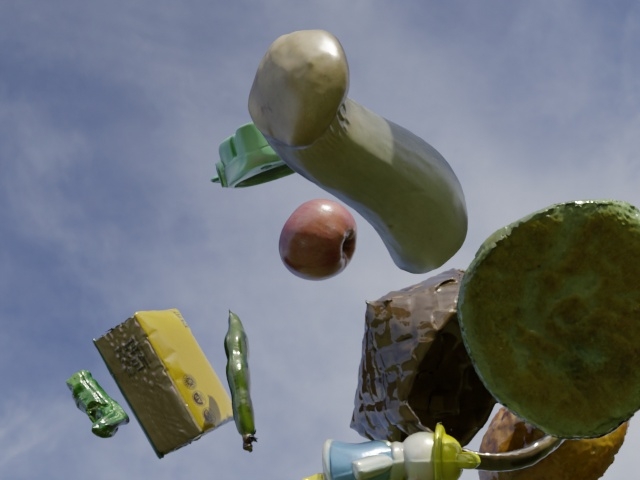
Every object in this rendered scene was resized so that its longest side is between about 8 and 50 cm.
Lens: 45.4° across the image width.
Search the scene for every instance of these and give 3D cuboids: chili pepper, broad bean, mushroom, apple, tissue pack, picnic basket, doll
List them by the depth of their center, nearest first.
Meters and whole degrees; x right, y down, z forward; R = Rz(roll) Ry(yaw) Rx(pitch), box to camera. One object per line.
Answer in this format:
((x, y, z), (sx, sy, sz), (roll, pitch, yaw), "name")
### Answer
((0.036, -0.075, 0.742), (0.329, 0.159, 0.122), (39, -110, -51), "mushroom")
((0.093, 0.305, 1.032), (0.241, 0.098, 0.135), (-10, -48, 14), "doll")
((-0.343, 0.262, 1.186), (0.050, 0.182, 0.073), (-44, -56, -15), "chili pepper")
((0.237, 0.239, 1.201), (0.293, 0.337, 0.337), (-17, -48, -36), "picnic basket")
((-0.145, 0.232, 1.354), (0.043, 0.297, 0.060), (-20, -46, 8), "broad bean")
((0.000, 0.000, 1.378), (0.153, 0.120, 0.153), (-42, -37, -43), "apple")
((-0.295, 0.270, 1.497), (0.134, 0.270, 0.192), (-34, -9, 11), "tissue pack")

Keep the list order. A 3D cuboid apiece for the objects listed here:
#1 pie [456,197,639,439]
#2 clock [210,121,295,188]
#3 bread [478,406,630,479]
((0.327, 0.095, 0.992), (0.323, 0.070, 0.323), (0, -84, 2), "pie")
((-0.066, -0.113, 0.986), (0.148, 0.188, 0.060), (-18, -92, -32), "clock")
((0.440, 0.334, 1.379), (0.194, 0.179, 0.340), (43, -112, -5), "bread")
